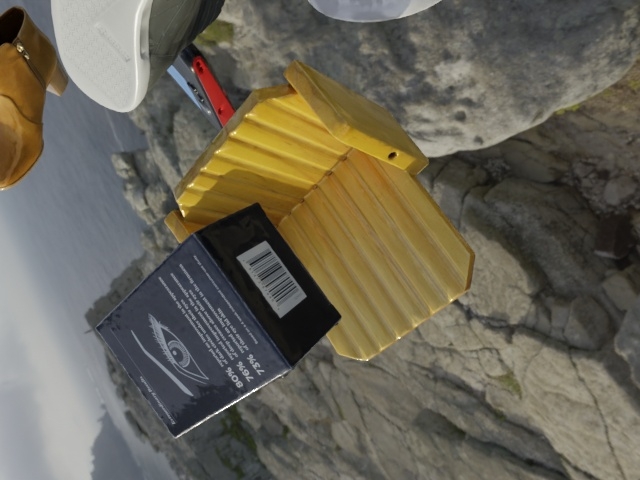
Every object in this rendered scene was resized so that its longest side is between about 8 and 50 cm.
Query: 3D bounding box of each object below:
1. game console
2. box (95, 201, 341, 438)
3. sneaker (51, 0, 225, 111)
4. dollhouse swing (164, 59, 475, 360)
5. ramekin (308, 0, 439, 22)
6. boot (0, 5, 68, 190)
[{"bbox_3d":[-0.309,-0.387,1.003,0.386,0.060,0.342,49,179,6],"label":"game console"},{"bbox_3d":[-0.110,0.086,0.561,0.207,0.108,0.153,-36,89,34],"label":"box"},{"bbox_3d":[-0.118,-0.235,0.391,0.104,0.147,0.296,30,147,-9],"label":"sneaker"},{"bbox_3d":[0.000,0.000,0.819,0.347,0.315,0.305,-42,57,28],"label":"dollhouse swing"},{"bbox_3d":[0.096,-0.495,0.877,0.277,0.277,0.135,44,165,34],"label":"ramekin"},{"bbox_3d":[-0.577,-0.255,0.977,0.104,0.295,0.211,19,166,4],"label":"boot"}]
